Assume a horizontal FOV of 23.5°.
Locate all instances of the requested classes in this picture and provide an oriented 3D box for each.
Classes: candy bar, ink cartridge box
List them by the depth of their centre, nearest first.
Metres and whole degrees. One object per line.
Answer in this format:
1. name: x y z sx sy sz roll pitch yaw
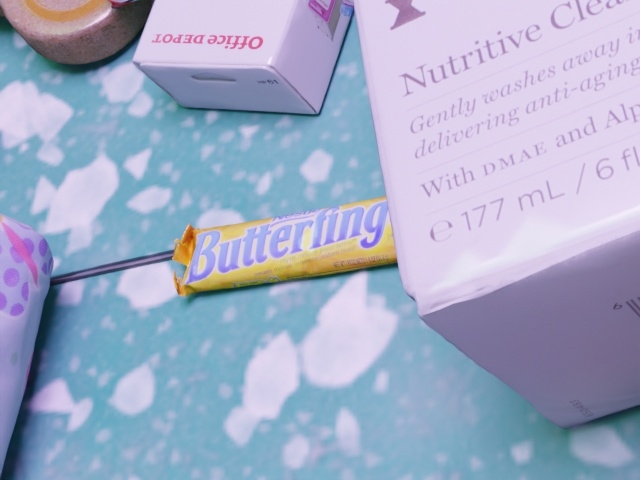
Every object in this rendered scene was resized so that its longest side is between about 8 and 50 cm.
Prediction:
1. candy bar: 0.000 0.000 0.719 0.161 0.018 0.040 -9 61 25
2. ink cartridge box: -0.031 -0.129 0.783 0.088 0.052 0.122 6 68 33

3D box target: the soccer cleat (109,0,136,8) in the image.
1. soccer cleat: -0.079 -0.147 0.812 0.083 0.035 0.029 -25 80 -32

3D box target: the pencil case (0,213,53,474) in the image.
1. pencil case: -0.212 0.110 0.724 0.124 0.113 0.273 -3 64 34

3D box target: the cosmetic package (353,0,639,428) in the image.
1. cosmetic package: 0.128 -0.145 0.634 0.217 0.156 0.385 -24 57 20

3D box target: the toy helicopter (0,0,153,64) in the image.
1. toy helicopter: -0.261 -0.166 0.893 0.355 0.140 0.235 19 69 23
